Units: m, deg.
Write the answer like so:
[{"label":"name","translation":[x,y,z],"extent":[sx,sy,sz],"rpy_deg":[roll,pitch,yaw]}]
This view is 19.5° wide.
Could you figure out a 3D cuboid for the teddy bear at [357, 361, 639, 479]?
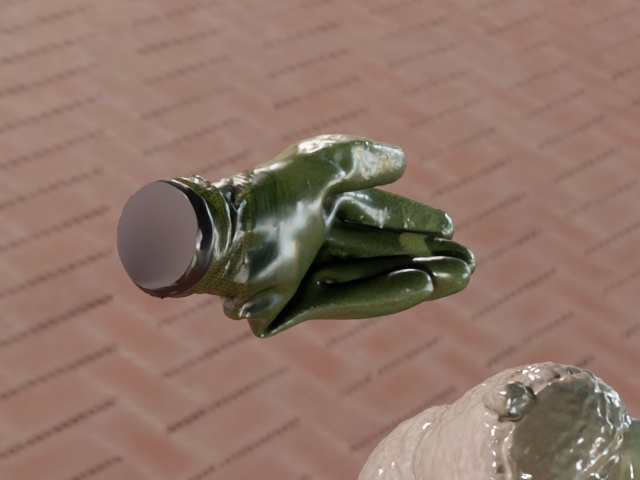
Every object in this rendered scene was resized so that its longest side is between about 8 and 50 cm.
[{"label":"teddy bear","translation":[0.128,0.189,1.418],"extent":[0.151,0.267,0.236],"rpy_deg":[47,53,0]}]

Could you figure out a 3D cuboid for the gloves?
[{"label":"gloves","translation":[-0.012,-0.003,1.192],"extent":[0.268,0.135,0.107],"rpy_deg":[4,10,-40]}]
